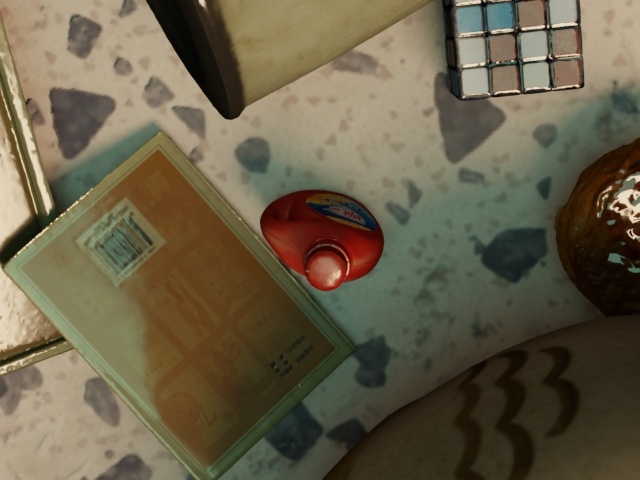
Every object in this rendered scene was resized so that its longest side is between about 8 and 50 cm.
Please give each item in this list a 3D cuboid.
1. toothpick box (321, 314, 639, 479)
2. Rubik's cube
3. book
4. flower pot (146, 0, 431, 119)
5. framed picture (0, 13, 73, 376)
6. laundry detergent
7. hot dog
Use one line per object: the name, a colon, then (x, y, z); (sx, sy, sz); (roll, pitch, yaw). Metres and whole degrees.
toothpick box: (0.167, 0.288, 0.729); (0.425, 0.409, 0.409); (-34, 98, 20)
Rubik's cube: (0.141, -0.156, 0.799); (0.092, 0.092, 0.092); (-5, 100, 4)
book: (-0.110, 0.055, 0.862); (0.170, 0.018, 0.242); (-42, 98, -10)
flower pot: (0.017, -0.273, 0.687); (0.330, 0.293, 0.294); (-25, 99, -7)
framed picture: (-0.320, -0.024, 0.795); (0.240, 0.020, 0.324); (-21, 114, -22)
laundry detergent: (0.000, 0.000, 0.798); (0.097, 0.165, 0.049); (13, 103, 0)
hot dog: (0.286, 0.017, 0.822); (0.160, 0.099, 0.227); (-40, 98, 9)
